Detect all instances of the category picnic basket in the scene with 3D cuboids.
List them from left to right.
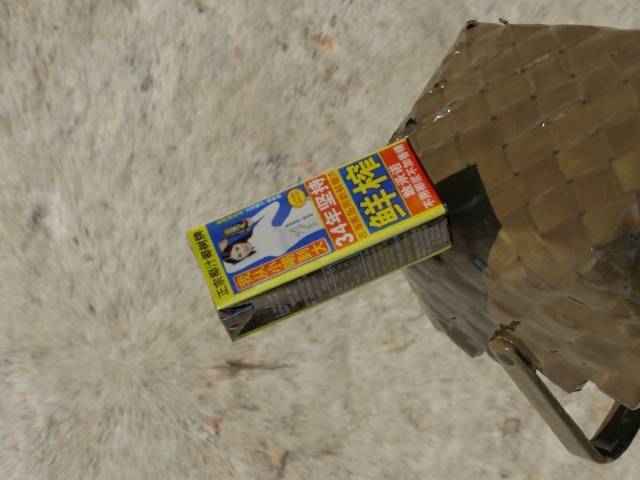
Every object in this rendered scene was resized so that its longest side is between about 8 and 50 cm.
[{"bbox_3d":[0.220,0.002,1.022,0.254,0.291,0.321,-55,131,-19],"label":"picnic basket"}]

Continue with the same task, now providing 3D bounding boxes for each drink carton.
[{"bbox_3d":[0.000,0.000,0.885,0.166,0.056,0.071,-23,55,-3],"label":"drink carton"}]
